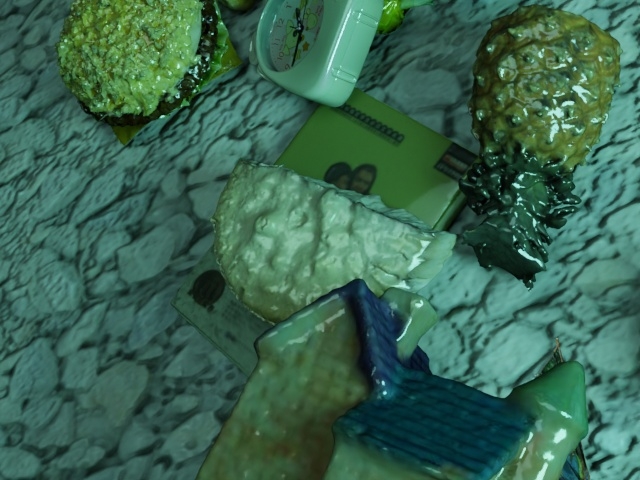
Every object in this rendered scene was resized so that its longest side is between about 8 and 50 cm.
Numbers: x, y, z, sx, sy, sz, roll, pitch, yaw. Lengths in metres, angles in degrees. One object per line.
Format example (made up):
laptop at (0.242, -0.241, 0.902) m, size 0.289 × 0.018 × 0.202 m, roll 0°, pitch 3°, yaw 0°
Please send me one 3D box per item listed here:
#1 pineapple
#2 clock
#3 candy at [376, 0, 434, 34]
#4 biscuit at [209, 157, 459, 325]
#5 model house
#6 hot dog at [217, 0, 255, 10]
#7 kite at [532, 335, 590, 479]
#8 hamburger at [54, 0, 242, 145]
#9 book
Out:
pineapple at (0.213, -0.091, 1.015) m, size 0.157 × 0.158 × 0.279 m, roll 15°, pitch 89°, yaw 28°
clock at (-0.017, -0.255, 1.191) m, size 0.191 × 0.062 × 0.152 m, roll 30°, pitch 103°, yaw 47°
candy at (0.119, -0.280, 1.134) m, size 0.194 × 0.062 × 0.058 m, roll 3°, pitch 42°, yaw 49°
biscuit at (-0.006, 0.013, 1.053) m, size 0.281 × 0.084 × 0.179 m, roll 17°, pitch 79°, yaw 30°
model house at (0.079, 0.197, 0.896) m, size 0.312 × 0.245 × 0.280 m, roll 15°, pitch 70°, yaw 36°
hot dog at (-0.069, -0.440, 1.314) m, size 0.087 × 0.061 × 0.286 m, roll 16°, pitch 79°, yaw 17°
kite at (0.200, 0.210, 0.968) m, size 0.189 × 0.009 × 0.232 m, roll 35°, pitch 87°, yaw 32°
hamburger at (-0.240, -0.270, 1.278) m, size 0.243 × 0.138 × 0.262 m, roll -34°, pitch 61°, yaw 10°
book at (0.000, 0.000, 1.126) m, size 0.239 × 0.035 × 0.352 m, roll 34°, pitch 87°, yaw 33°
